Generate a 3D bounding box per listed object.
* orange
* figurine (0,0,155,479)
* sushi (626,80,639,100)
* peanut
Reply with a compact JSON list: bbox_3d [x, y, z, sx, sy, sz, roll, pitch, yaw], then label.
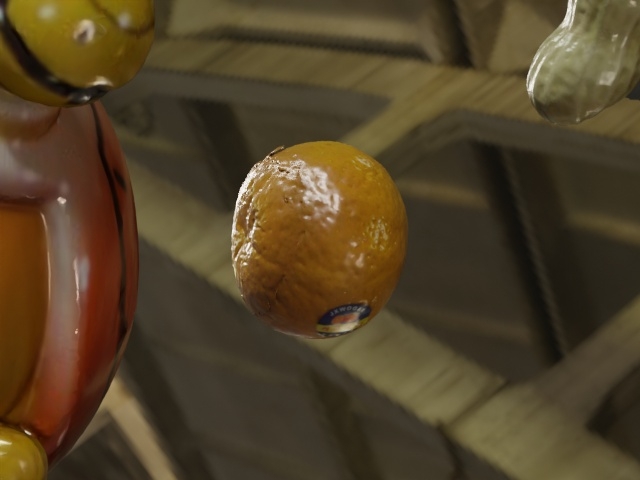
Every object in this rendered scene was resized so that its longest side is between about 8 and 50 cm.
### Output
[{"bbox_3d":[-0.001,-0.001,1.845,0.219,0.193,0.219,39,-44,51],"label":"orange"},{"bbox_3d":[-0.169,-0.033,0.616,0.320,0.196,0.323,-5,-100,37],"label":"figurine"},{"bbox_3d":[0.417,-0.234,1.403,0.296,0.373,0.100,30,-30,23],"label":"sushi"},{"bbox_3d":[0.225,-0.172,1.291,0.082,0.187,0.082,24,11,-5],"label":"peanut"}]
